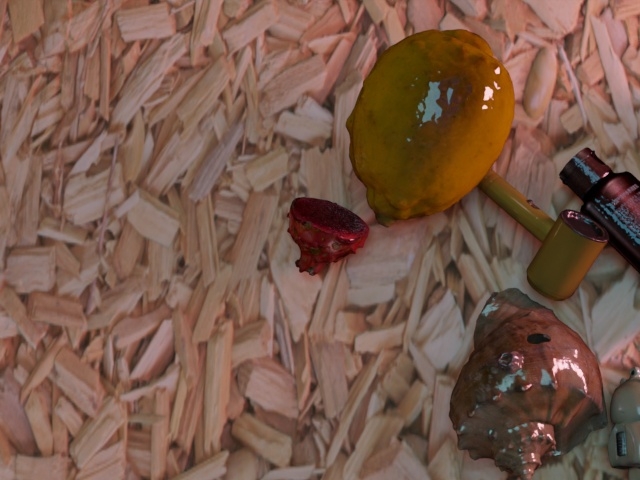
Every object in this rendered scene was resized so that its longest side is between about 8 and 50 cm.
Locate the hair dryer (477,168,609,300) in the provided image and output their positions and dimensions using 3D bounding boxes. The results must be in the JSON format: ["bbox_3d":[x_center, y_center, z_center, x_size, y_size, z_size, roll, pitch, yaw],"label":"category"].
[{"bbox_3d":[0.351,-0.030,1.904,0.279,0.090,0.135,46,125,32],"label":"hair dryer"}]

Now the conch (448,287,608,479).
[{"bbox_3d":[0.340,0.224,1.794,0.263,0.186,0.324,4,74,-10],"label":"conch"}]

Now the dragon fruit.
[{"bbox_3d":[0.000,0.000,1.947,0.153,0.153,0.111,32,113,16],"label":"dragon fruit"}]

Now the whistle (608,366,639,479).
[{"bbox_3d":[0.510,0.321,1.774,0.092,0.110,0.244,9,70,-25],"label":"whistle"}]

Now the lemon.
[{"bbox_3d":[0.183,-0.196,1.887,0.285,0.285,0.316,34,123,16],"label":"lemon"}]

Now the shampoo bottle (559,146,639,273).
[{"bbox_3d":[0.538,-0.020,1.875,0.129,0.084,0.323,-36,71,-24],"label":"shampoo bottle"}]
